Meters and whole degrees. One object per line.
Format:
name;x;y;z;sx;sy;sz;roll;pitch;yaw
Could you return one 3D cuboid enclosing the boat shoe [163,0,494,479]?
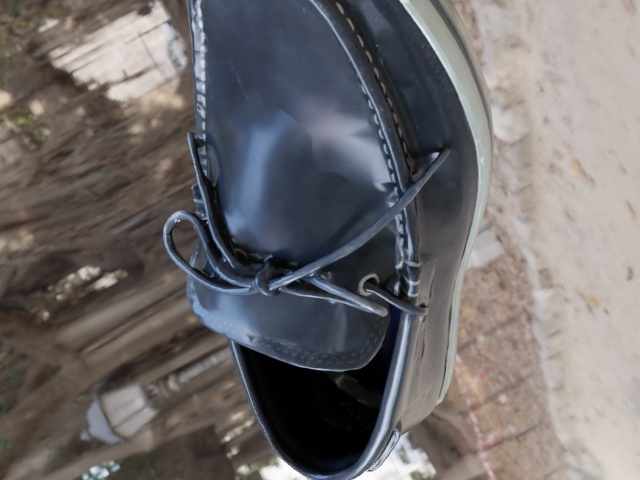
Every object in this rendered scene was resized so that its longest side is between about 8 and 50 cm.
boat shoe;0.000;0.000;0.628;0.187;0.156;0.500;23;146;25
